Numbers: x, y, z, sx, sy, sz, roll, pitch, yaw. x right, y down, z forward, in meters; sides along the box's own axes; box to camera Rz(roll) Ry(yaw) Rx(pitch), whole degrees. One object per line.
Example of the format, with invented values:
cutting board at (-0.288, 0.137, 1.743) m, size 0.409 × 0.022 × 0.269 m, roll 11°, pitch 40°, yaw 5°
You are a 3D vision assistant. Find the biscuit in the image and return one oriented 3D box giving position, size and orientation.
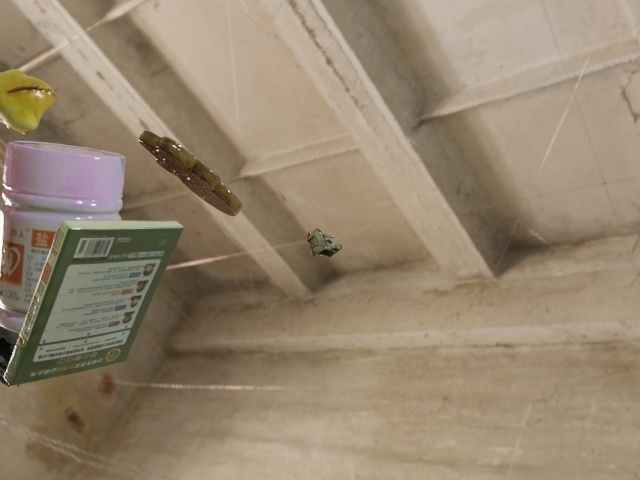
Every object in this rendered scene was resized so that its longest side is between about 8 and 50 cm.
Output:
biscuit at (-0.234, -0.122, 1.237) m, size 0.180 × 0.039 × 0.236 m, roll 22°, pitch -19°, yaw 42°

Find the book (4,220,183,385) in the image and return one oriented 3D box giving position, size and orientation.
book at (-0.326, 0.087, 0.970) m, size 0.027 × 0.202 × 0.264 m, roll 37°, pitch -68°, yaw 27°

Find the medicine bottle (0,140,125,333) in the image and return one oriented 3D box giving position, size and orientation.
medicine bottle at (-0.458, -0.007, 1.171) m, size 0.202 × 0.202 × 0.315 m, roll 12°, pitch -80°, yaw 26°

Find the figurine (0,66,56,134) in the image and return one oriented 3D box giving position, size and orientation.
figurine at (-0.721, -0.309, 1.515) m, size 0.247 × 0.131 × 0.156 m, roll -18°, pitch -91°, yaw 20°

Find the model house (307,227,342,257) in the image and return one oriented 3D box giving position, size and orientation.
model house at (0.000, 0.000, 1.477) m, size 0.057 × 0.083 × 0.058 m, roll -39°, pitch -122°, yaw 39°

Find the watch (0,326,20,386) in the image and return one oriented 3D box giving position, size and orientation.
watch at (-0.781, 0.210, 1.750) m, size 0.335 × 0.314 × 0.326 m, roll -42°, pitch -104°, yaw 21°
